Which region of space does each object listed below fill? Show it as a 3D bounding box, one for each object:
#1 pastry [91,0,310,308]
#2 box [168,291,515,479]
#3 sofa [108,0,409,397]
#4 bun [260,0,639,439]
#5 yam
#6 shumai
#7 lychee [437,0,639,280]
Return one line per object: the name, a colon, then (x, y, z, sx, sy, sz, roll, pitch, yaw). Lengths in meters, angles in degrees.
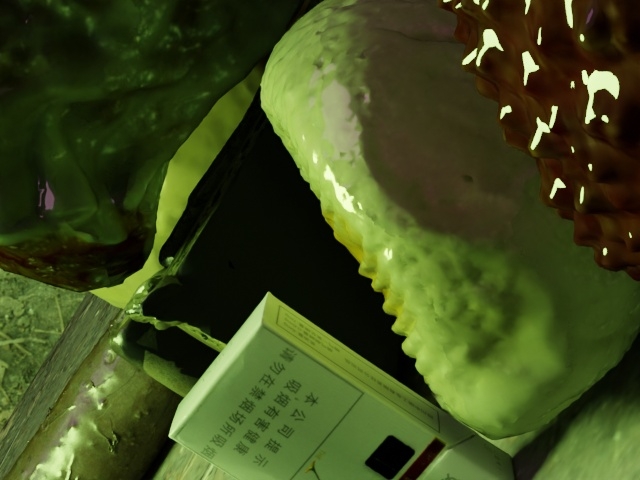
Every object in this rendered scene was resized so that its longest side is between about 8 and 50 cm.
pastry: (-0.066, -0.116, 1.109, 0.388, 0.312, 0.389, 2, -90, -73)
box: (0.011, 0.103, 0.700, 0.084, 0.154, 0.040, -52, 11, 19)
sofa: (0.000, 0.000, 0.888, 0.258, 0.200, 0.182, -61, 16, -10)
bun: (0.079, -0.021, 0.691, 0.153, 0.244, 0.244, -27, 15, 0)
yam: (-0.215, 0.195, 1.366, 0.280, 0.131, 0.131, -56, 13, -1)
shumai: (-0.113, -0.096, 0.836, 0.260, 0.222, 0.225, -24, 13, -19)
lychee: (0.167, -0.108, 0.431, 0.276, 0.275, 0.304, -72, -5, -48)
